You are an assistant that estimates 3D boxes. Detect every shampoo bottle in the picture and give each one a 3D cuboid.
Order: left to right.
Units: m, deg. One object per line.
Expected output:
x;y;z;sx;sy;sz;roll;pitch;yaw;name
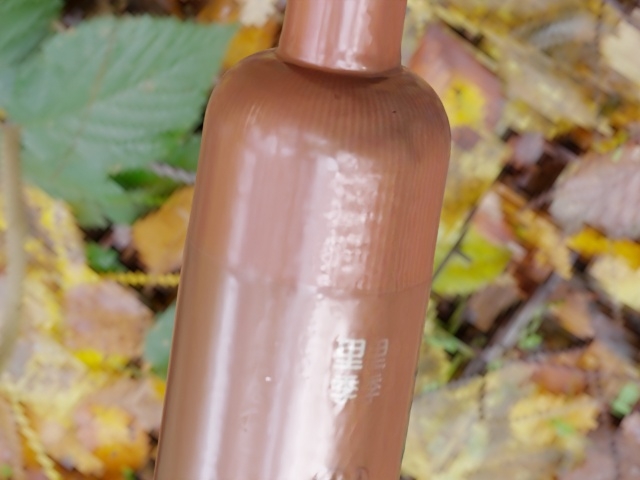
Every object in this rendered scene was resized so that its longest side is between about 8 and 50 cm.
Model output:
-0.002;-0.001;0.598;0.085;0.085;0.244;20;110;27;shampoo bottle
